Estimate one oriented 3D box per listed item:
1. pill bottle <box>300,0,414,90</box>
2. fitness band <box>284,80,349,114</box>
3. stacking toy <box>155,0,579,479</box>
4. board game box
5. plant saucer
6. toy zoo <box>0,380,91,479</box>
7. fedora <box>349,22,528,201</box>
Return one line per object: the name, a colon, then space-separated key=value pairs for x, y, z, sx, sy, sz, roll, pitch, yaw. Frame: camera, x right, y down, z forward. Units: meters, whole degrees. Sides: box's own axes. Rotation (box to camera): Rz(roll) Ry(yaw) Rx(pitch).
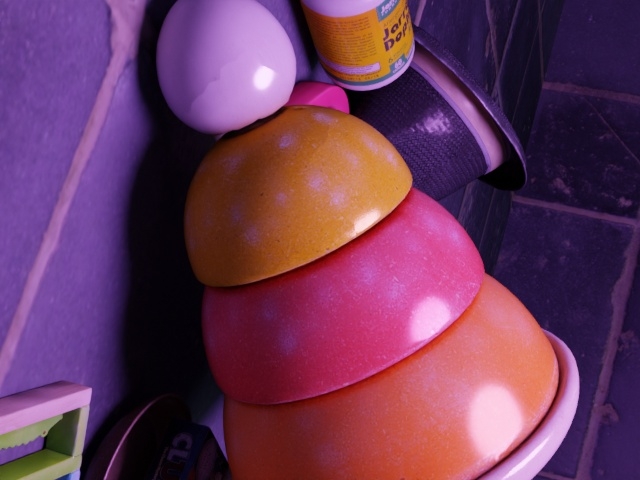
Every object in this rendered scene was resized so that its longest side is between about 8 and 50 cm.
pill bottle: x=0.036 y=-0.271 z=1.166 sx=0.208 sy=0.117 sz=0.118 roll=68 pitch=38 yaw=-60
fitness band: x=-0.031 y=-0.070 z=1.218 sx=0.291 sy=0.054 sz=0.209 roll=-50 pitch=145 yaw=-59
stacking toy: x=0.000 y=0.000 z=0.932 sx=0.480 sy=0.350 sz=0.350 roll=67 pitch=30 yaw=-18
board game box: x=-0.150 y=0.311 z=0.986 sx=0.165 sy=0.042 sz=0.243 roll=77 pitch=30 yaw=-55
plant saucer: x=-0.178 y=0.236 z=0.980 sx=0.198 sy=0.036 sz=0.199 roll=13 pitch=90 yaw=-72
toy zoo: x=-0.251 y=0.261 z=0.773 sx=0.192 sy=0.030 sz=0.293 roll=-3 pitch=104 yaw=-72
fedora: x=0.124 y=-0.141 z=1.395 sx=0.152 sy=0.334 sz=0.334 roll=-44 pitch=158 yaw=-3
